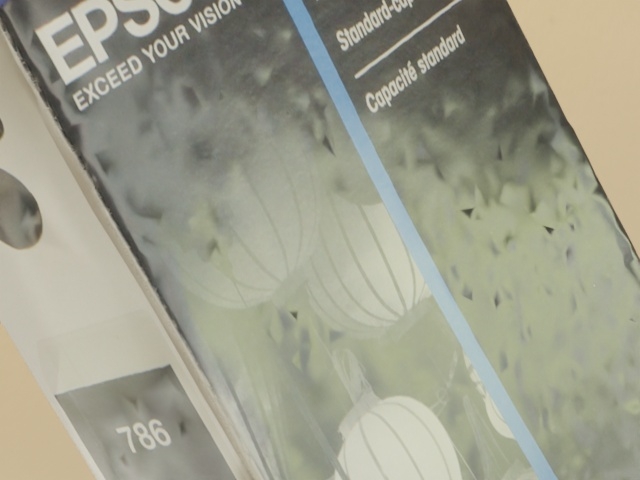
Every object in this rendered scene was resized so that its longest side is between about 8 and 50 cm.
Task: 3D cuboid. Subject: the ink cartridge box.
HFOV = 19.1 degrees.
[{"bbox_3d":[0.000,0.000,0.492,0.065,0.165,0.332,-19,-73,46],"label":"ink cartridge box"}]
